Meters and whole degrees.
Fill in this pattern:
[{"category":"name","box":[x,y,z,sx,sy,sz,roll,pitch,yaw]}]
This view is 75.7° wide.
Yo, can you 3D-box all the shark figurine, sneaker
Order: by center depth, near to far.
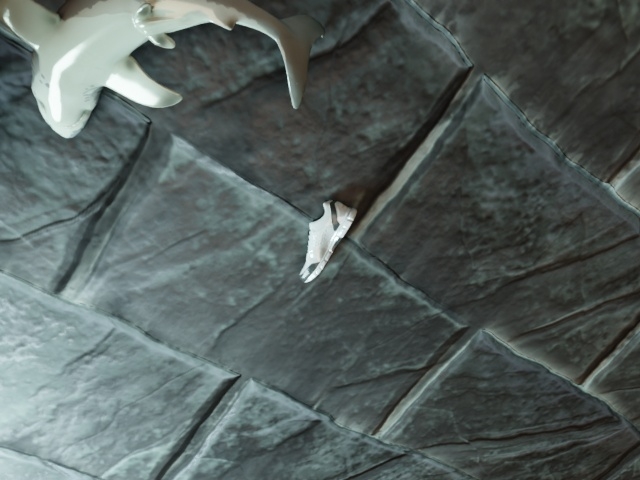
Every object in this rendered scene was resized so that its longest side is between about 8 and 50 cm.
[{"category":"shark figurine","box":[-0.138,-0.192,0.349,0.278,0.116,0.166,-11,149,4]},{"category":"sneaker","box":[0.000,0.000,0.490,0.044,0.040,0.109,30,103,-3]}]
